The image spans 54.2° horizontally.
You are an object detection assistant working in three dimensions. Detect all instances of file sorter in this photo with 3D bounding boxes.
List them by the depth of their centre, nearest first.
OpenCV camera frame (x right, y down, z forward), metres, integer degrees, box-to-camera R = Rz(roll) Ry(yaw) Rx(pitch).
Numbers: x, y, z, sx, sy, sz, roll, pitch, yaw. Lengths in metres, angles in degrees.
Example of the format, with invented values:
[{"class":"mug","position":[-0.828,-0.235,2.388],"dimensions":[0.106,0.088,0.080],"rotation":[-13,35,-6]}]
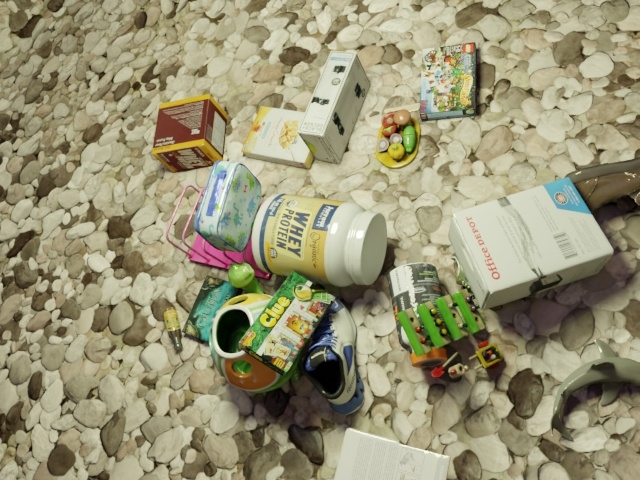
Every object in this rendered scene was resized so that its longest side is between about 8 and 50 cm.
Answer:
[{"class":"file sorter","position":[-0.273,-0.034,1.827],"dimensions":[0.291,0.182,0.202],"rotation":[12,73,25]}]

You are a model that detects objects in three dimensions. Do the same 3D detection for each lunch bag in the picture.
[{"class":"lunch bag","position":[-0.239,-0.090,1.633],"dimensions":[0.090,0.176,0.218],"rotation":[7,73,22]}]

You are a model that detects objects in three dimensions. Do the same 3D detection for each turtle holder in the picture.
[{"class":"turtle holder","position":[-0.170,0.231,1.645],"dimensions":[0.244,0.227,0.320],"rotation":[12,74,25]}]

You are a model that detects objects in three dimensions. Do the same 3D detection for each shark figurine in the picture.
[{"class":"shark figurine","position":[0.597,0.312,1.386],"dimensions":[0.278,0.116,0.166],"rotation":[-31,59,4]}]

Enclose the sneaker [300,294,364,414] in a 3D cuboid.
[{"class":"sneaker","position":[0.023,0.270,1.583],"dimensions":[0.128,0.182,0.315],"rotation":[-19,63,11]}]

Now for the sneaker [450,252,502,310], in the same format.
[{"class":"sneaker","position":[0.390,0.101,1.588],"dimensions":[0.086,0.064,0.192],"rotation":[-26,63,21]}]

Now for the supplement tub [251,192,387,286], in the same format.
[{"class":"supplement tub","position":[0.000,0.000,1.681],"dimensions":[0.317,0.228,0.228],"rotation":[9,72,24]}]

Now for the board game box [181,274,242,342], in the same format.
[{"class":"board game box","position":[-0.317,0.202,1.832],"dimensions":[0.126,0.026,0.186],"rotation":[15,74,25]}]

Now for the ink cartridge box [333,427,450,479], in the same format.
[{"class":"ink cartridge box","position":[0.151,0.616,1.451],"dimensions":[0.261,0.066,0.296],"rotation":[8,72,24]}]

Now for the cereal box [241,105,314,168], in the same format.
[{"class":"cereal box","position":[-0.113,-0.327,1.966],"dimensions":[0.240,0.047,0.172],"rotation":[13,73,27]}]

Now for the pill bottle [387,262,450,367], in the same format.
[{"class":"pill bottle","position":[0.250,0.189,1.559],"dimensions":[0.131,0.130,0.245],"rotation":[-15,63,15]}]

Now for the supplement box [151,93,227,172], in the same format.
[{"class":"supplement box","position":[-0.426,-0.349,2.052],"dimensions":[0.192,0.129,0.194],"rotation":[-7,65,18]}]

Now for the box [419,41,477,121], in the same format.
[{"class":"box","position":[0.378,-0.468,1.842],"dimensions":[0.159,0.044,0.232],"rotation":[-3,67,20]}]

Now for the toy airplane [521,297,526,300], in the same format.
[{"class":"toy airplane","position":[0.497,0.080,1.563],"dimensions":[0.151,0.028,0.151],"rotation":[-1,68,1]}]

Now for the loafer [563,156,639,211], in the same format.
[{"class":"loafer","position":[0.790,-0.140,1.512],"dimensions":[0.366,0.134,0.130],"rotation":[-12,87,27]}]

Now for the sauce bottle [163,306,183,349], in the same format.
[{"class":"sauce bottle","position":[-0.432,0.260,1.844],"dimensions":[0.042,0.042,0.128],"rotation":[-28,62,8]}]

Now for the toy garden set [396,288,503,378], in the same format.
[{"class":"toy garden set","position":[0.319,0.227,1.465],"dimensions":[0.049,0.244,0.203],"rotation":[-40,70,48]}]

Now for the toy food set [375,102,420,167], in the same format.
[{"class":"toy food set","position":[0.221,-0.322,1.824],"dimensions":[0.128,0.071,0.217],"rotation":[1,68,21]}]

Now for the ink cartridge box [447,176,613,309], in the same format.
[{"class":"ink cartridge box","position":[0.493,0.008,1.504],"dimensions":[0.308,0.129,0.223],"rotation":[-17,63,-4]}]

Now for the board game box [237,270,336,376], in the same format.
[{"class":"board game box","position":[-0.078,0.199,1.542],"dimensions":[0.136,0.030,0.259],"rotation":[29,50,8]}]

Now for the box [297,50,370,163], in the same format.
[{"class":"box","position":[0.045,-0.397,1.869],"dimensions":[0.087,0.169,0.289],"rotation":[13,74,25]}]
